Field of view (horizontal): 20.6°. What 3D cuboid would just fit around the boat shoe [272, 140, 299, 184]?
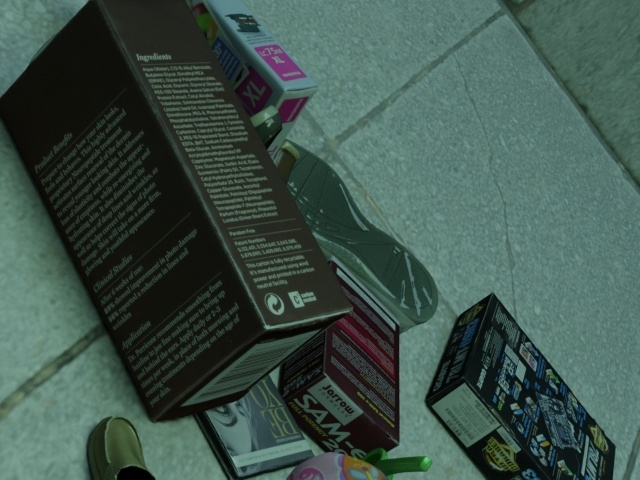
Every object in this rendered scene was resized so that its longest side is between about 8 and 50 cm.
[{"bbox_3d":[-0.070,-0.086,2.029,0.095,0.095,0.257,75,-3,-74],"label":"boat shoe"}]

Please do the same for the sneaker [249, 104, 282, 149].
[{"bbox_3d":[-0.077,-0.037,1.846,0.118,0.222,0.083,44,36,7],"label":"sneaker"}]

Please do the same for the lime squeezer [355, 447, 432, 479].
[{"bbox_3d":[0.070,0.270,1.866,0.110,0.059,0.310,42,-17,23],"label":"lime squeezer"}]

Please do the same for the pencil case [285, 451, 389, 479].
[{"bbox_3d":[0.014,0.333,1.674,0.124,0.124,0.284,43,26,-26],"label":"pencil case"}]

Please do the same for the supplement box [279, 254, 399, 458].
[{"bbox_3d":[0.025,0.138,2.016,0.130,0.073,0.239,45,23,-22],"label":"supplement box"}]

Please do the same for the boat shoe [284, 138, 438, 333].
[{"bbox_3d":[0.002,-0.001,2.154,0.320,0.103,0.118,41,44,-13],"label":"boat shoe"}]

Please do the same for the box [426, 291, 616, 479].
[{"bbox_3d":[0.278,0.247,2.361,0.293,0.073,0.295,51,22,-9],"label":"box"}]

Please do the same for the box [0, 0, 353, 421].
[{"bbox_3d":[-0.150,-0.036,1.741,0.143,0.191,0.381,-11,67,-51],"label":"box"}]

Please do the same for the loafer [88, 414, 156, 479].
[{"bbox_3d":[-0.171,0.210,1.561,0.056,0.050,0.148,38,28,-35],"label":"loafer"}]

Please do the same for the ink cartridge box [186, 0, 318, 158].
[{"bbox_3d":[-0.151,-0.204,1.950,0.065,0.185,0.311,-12,55,-46],"label":"ink cartridge box"}]

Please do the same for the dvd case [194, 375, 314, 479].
[{"bbox_3d":[-0.100,0.142,1.838,0.221,0.018,0.164,60,23,14],"label":"dvd case"}]
